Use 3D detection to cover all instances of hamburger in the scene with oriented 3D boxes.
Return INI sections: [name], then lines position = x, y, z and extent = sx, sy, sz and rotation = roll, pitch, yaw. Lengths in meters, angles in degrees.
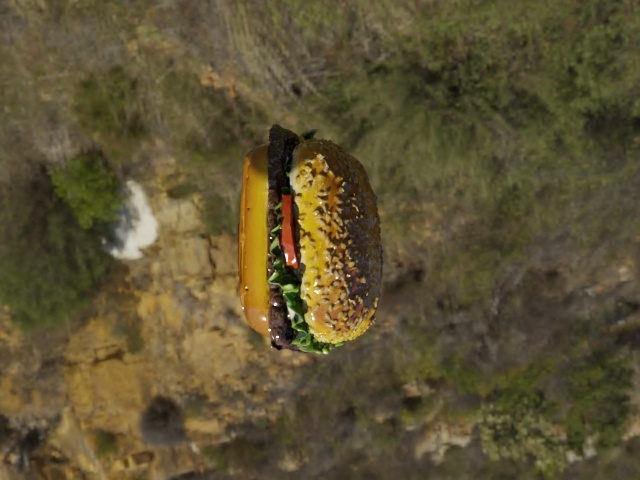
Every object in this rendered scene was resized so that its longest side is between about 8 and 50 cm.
[hamburger]
position = 0.000, 0.000, 0.688
extent = 0.087, 0.165, 0.137
rotation = -4, 172, 16
